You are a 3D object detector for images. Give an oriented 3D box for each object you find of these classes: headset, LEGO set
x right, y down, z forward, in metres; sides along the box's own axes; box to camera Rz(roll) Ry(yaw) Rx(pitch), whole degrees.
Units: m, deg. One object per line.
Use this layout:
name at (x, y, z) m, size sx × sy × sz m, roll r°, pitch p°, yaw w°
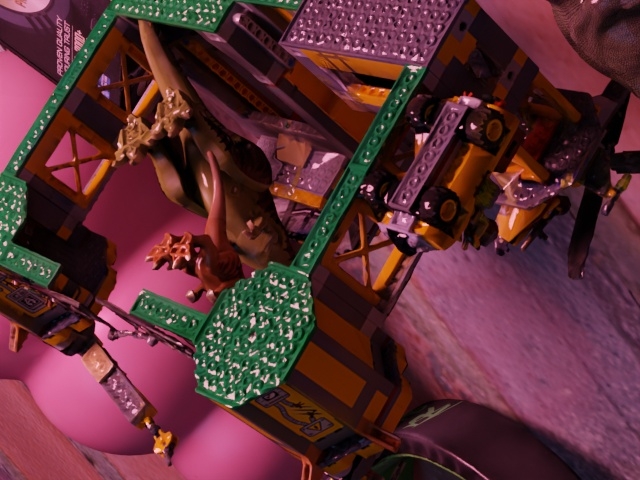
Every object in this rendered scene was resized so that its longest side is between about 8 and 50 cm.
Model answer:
headset at (0.138, 0.289, 1.071) m, size 0.394 × 0.185 × 0.243 m, roll 52°, pitch 151°, yaw 9°
LEGO set at (0.000, 0.000, 0.815) m, size 0.331 × 0.255 × 0.192 m, roll 6°, pitch 155°, yaw 47°

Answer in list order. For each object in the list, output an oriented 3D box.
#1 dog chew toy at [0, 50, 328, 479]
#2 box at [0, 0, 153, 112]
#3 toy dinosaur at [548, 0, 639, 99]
dog chew toy at (-0.119, 0.035, 1.074) m, size 0.332 × 0.206 × 0.206 m, roll 39°, pitch 150°, yaw -6°
box at (-0.137, -0.173, 0.946) m, size 0.147 × 0.077 × 0.180 m, roll 37°, pitch 149°, yaw 14°
toy dinosaur at (0.169, -0.079, 0.680) m, size 0.268 × 0.064 × 0.118 m, roll 39°, pitch 114°, yaw -23°
